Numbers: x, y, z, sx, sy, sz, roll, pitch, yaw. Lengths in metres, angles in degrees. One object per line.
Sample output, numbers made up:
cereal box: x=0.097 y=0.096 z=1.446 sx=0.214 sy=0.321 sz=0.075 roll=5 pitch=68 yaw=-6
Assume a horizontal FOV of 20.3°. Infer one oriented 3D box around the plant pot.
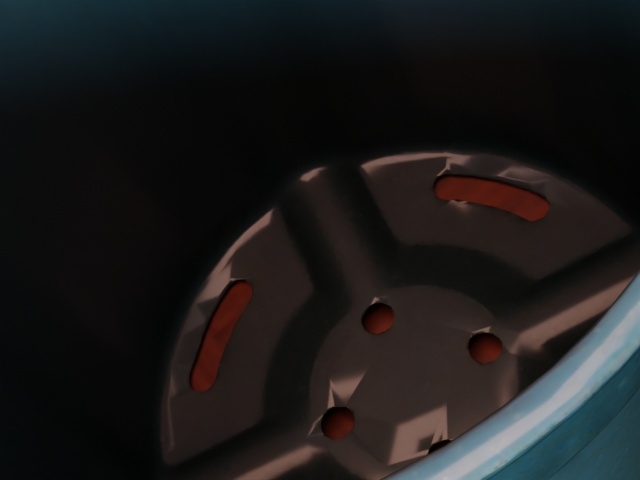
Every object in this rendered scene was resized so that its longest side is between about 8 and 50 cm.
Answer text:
plant pot: x=0.000 y=0.000 z=0.637 sx=0.341 sy=0.334 sz=0.341 roll=-7 pitch=63 yaw=14
